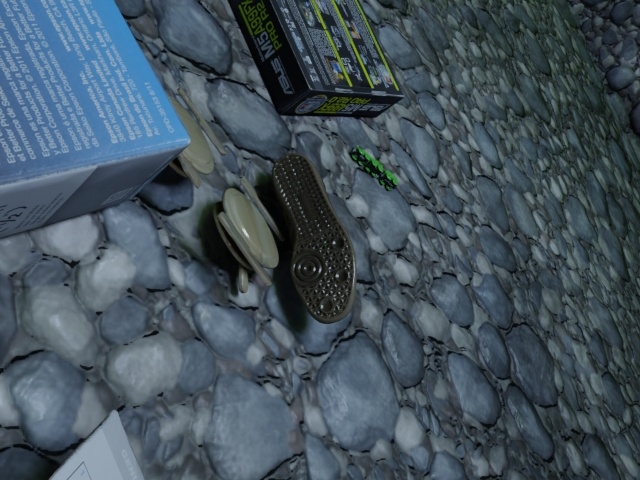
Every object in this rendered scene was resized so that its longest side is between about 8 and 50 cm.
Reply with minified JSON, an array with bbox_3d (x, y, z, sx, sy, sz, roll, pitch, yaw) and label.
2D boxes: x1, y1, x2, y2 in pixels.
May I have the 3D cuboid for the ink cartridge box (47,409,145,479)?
[{"bbox_3d":[-0.115,0.270,0.331,0.261,0.066,0.296,-81,151,-83],"label":"ink cartridge box"}]

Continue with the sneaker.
[{"bbox_3d":[0.000,0.000,0.709,0.071,0.066,0.188,58,17,-66],"label":"sneaker"}]

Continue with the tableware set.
[{"bbox_3d":[-0.106,-0.048,0.643,0.194,0.039,0.128,56,14,-15],"label":"tableware set"}]

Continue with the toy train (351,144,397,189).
[{"bbox_3d":[0.072,-0.097,0.909,0.083,0.017,0.024,39,32,-25],"label":"toy train"}]

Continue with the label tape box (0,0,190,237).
[{"bbox_3d":[-0.286,-0.116,0.433,0.347,0.115,0.249,-26,86,-50],"label":"label tape box"}]

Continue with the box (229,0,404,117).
[{"bbox_3d":[-0.018,-0.293,0.903,0.216,0.060,0.270,-13,76,-53],"label":"box"}]
